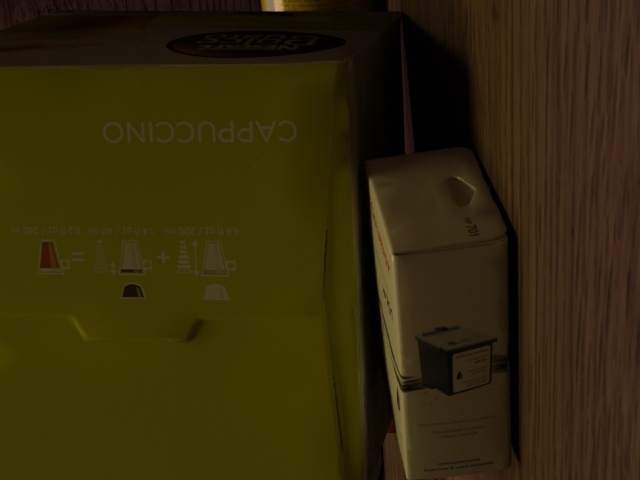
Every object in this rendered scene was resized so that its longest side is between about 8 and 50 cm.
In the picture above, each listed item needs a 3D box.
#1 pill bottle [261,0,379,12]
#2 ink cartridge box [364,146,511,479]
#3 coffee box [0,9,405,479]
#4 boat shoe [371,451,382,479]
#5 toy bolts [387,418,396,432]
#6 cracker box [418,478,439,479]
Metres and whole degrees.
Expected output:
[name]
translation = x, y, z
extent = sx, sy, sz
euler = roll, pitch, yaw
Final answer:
[pill bottle]
translation = 0.000, -0.234, 1.384
extent = 0.119, 0.119, 0.208
euler = -106, 10, -66
[ink cartridge box]
translation = 0.084, 0.050, 0.979
extent = 0.139, 0.082, 0.191
euler = -101, 3, -59
[coffee box]
translation = -0.108, -0.009, 1.159
extent = 0.334, 0.337, 0.338
euler = -57, -33, -72
[boat shoe]
translation = 0.042, 0.342, 2.053
extent = 0.084, 0.095, 0.258
euler = -107, 11, -45
[toy bolts]
translation = 0.003, 0.133, 1.741
extent = 0.218, 0.158, 0.228
euler = -104, 8, -60
[cracker box]
translation = 0.107, 0.337, 1.293
extent = 0.232, 0.067, 0.156
euler = -119, 22, -77
